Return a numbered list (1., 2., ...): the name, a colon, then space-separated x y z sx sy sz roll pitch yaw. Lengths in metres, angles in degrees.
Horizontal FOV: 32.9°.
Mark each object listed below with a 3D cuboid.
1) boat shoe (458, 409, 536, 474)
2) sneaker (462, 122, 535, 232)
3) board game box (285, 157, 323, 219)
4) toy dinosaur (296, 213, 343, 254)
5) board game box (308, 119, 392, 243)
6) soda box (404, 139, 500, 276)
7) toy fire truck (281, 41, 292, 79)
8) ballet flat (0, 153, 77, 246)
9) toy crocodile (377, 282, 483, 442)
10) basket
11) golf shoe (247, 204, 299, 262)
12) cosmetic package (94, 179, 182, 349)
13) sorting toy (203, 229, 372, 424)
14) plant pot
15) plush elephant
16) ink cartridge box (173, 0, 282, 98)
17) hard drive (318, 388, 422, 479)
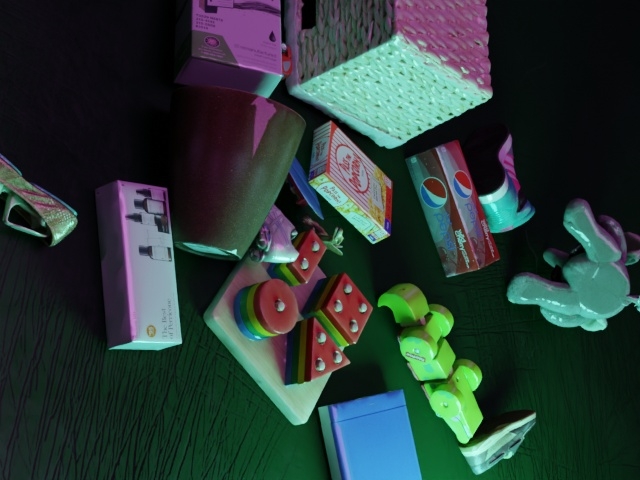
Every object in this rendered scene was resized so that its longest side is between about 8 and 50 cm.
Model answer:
1. boat shoe: 0.359 0.402 2.168 0.223 0.080 0.073 -18 96 -45
2. sneaker: 0.395 -0.118 2.366 0.295 0.124 0.178 -75 145 -51
3. board game box: -0.047 -0.101 1.883 0.133 0.033 0.168 55 10 -33
4. toy dinosaur: 0.000 0.000 1.895 0.093 0.183 0.053 34 83 2
5. board game box: 0.058 -0.107 2.004 0.193 0.045 0.146 42 36 -32
6. soda box: 0.271 -0.065 2.217 0.083 0.092 0.263 -23 94 -46
7. toy fire truck: -0.119 -0.288 1.883 0.192 0.047 0.135 5 72 -48
8. ballet flat: -0.415 -0.061 1.442 0.206 0.073 0.067 39 64 -29
9. toy crocodile: 0.215 0.233 2.051 0.340 0.105 0.115 62 40 -20
10. basket: 0.133 -0.401 2.052 0.331 0.266 0.328 23 59 -45
11. golf shoe: -0.082 -0.025 1.774 0.086 0.069 0.176 14 40 -24
12. cosmetic package: -0.266 0.037 1.582 0.099 0.060 0.239 6 72 -47
13. sorting toy: -0.035 0.123 1.796 0.257 0.089 0.255 53 43 -23
14. plant pot: -0.151 -0.093 1.675 0.215 0.215 0.230 23 74 -43
15. plush elephant: 0.608 0.077 2.463 0.330 0.255 0.272 29 94 -2
16. ink cartridge box: -0.152 -0.354 1.783 0.160 0.092 0.219 9 62 -23
17. hard drive: 0.104 0.431 1.882 0.210 0.040 0.318 -2 78 -50
